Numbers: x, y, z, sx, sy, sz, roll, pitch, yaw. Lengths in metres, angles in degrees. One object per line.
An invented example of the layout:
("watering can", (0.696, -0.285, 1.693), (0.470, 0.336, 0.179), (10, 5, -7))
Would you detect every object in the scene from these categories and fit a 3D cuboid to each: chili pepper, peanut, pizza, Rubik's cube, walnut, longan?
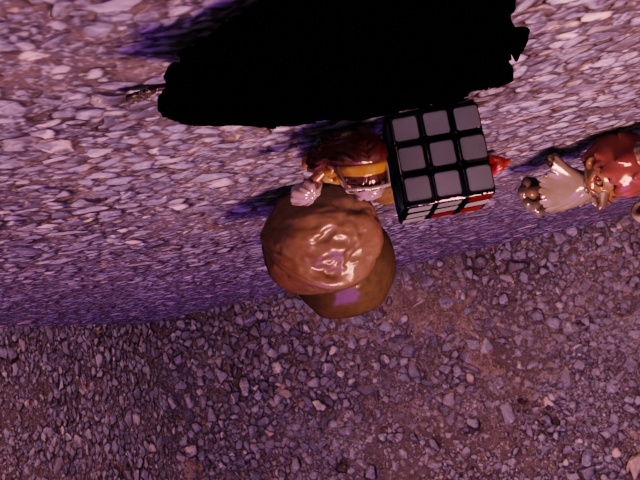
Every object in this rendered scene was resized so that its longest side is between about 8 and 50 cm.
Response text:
("chili pepper", (0.313, -0.148, 1.835), (0.191, 0.059, 0.050), (-12, 163, 27))
("peanut", (0.171, -0.117, 1.817), (0.174, 0.080, 0.080), (-14, 172, 42))
("pizza", (0.084, -0.216, 0.981), (0.435, 0.080, 0.392), (-21, 166, 36))
("Rubik's cube", (0.195, -0.129, 1.469), (0.163, 0.160, 0.162), (-10, 172, -1))
("walnut", (-0.001, 0.001, 1.861), (0.273, 0.227, 0.273), (-5, 171, -1))
("longan", (0.061, 0.061, 2.238), (0.288, 0.288, 0.350), (-12, -178, 9))

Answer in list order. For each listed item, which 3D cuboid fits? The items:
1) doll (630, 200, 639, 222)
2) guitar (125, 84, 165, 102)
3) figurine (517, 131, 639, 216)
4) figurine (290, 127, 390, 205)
("doll", (0.845, -0.142, 1.869), (0.366, 0.376, 0.187), (-37, 153, 26))
("guitar", (-0.129, -0.193, 1.094), (0.233, 0.025, 0.088), (-9, 168, -12))
("figurine", (0.620, -0.141, 1.886), (0.207, 0.166, 0.387), (31, 150, -32))
("figurine", (0.035, -0.125, 1.455), (0.175, 0.115, 0.240), (-5, 176, -21))
